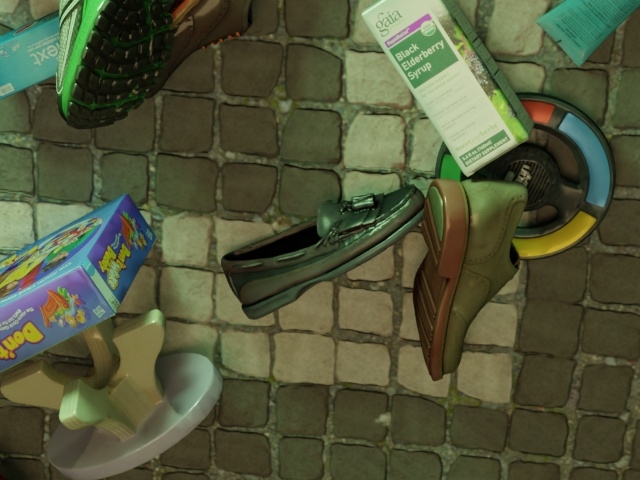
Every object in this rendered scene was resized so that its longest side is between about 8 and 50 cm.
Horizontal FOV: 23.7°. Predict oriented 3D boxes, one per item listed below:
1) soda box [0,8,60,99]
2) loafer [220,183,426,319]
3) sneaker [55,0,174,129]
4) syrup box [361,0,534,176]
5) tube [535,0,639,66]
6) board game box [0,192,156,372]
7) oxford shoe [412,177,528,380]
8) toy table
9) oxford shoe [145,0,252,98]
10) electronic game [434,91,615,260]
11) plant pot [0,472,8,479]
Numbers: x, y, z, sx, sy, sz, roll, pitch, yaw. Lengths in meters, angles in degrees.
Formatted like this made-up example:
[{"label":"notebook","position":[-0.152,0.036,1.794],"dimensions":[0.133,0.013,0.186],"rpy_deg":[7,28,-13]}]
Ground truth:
[{"label":"soda box","position":[-0.325,-0.255,1.937],"dimensions":[0.210,0.071,0.067],"rpy_deg":[-20,110,16]},{"label":"loafer","position":[0.000,0.000,1.994],"dimensions":[0.302,0.109,0.095],"rpy_deg":[-31,103,23]},{"label":"sneaker","position":[-0.255,-0.301,1.821],"dimensions":[0.146,0.134,0.343],"rpy_deg":[19,100,39]},{"label":"syrup box","position":[0.156,-0.207,1.855],"dimensions":[0.093,0.096,0.237],"rpy_deg":[-32,96,18]},{"label":"tube","position":[0.360,-0.301,1.833],"dimensions":[0.080,0.052,0.207],"rpy_deg":[45,118,-8]},{"label":"board game box","position":[-0.403,0.086,2.018],"dimensions":[0.347,0.233,0.078],"rpy_deg":[-26,108,19]},{"label":"oxford shoe","position":[0.194,0.059,1.955],"dimensions":[0.130,0.123,0.348],"rpy_deg":[-6,141,-9]},{"label":"toy table","position":[-0.288,0.199,2.064],"dimensions":[0.274,0.252,0.161],"rpy_deg":[-31,124,8]},{"label":"oxford shoe","position":[-0.142,-0.268,1.894],"dimensions":[0.098,0.097,0.271],"rpy_deg":[34,115,-14]},{"label":"electronic game","position":[0.260,-0.079,1.948],"dimensions":[0.229,0.048,0.229],"rpy_deg":[3,116,7]},{"label":"plant pot","position":[-0.507,0.433,2.222],"dimensions":[0.191,0.191,0.174],"rpy_deg":[-33,112,20]}]
